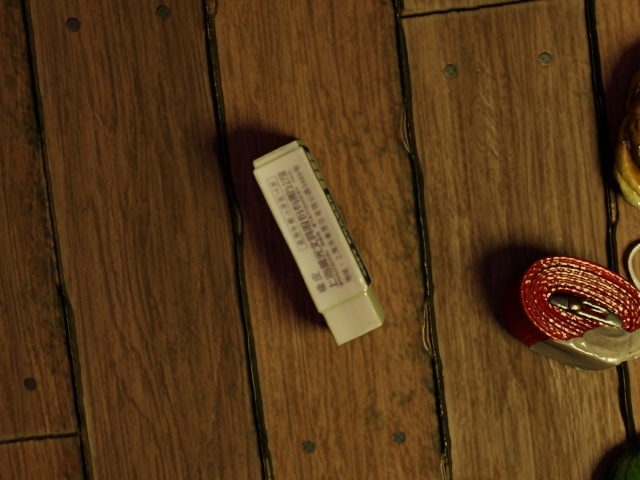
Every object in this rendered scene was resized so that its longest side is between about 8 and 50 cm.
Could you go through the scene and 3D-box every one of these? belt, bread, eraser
[{"bbox_3d":[0.350,0.102,1.568,0.200,0.124,0.128,24,75,-3],"label":"belt"},{"bbox_3d":[0.506,-0.143,1.541,0.198,0.120,0.236,12,95,1],"label":"bread"},{"bbox_3d":[0.000,0.000,1.581,0.081,0.124,0.279,-25,92,5],"label":"eraser"}]

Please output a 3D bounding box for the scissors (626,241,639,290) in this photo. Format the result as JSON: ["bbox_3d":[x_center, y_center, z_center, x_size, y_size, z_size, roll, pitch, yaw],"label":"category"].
[{"bbox_3d":[0.499,0.117,1.602,0.118,0.030,0.242,-5,89,4],"label":"scissors"}]

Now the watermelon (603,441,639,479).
[{"bbox_3d":[0.498,0.385,1.573,0.204,0.127,0.232,-11,98,1],"label":"watermelon"}]
